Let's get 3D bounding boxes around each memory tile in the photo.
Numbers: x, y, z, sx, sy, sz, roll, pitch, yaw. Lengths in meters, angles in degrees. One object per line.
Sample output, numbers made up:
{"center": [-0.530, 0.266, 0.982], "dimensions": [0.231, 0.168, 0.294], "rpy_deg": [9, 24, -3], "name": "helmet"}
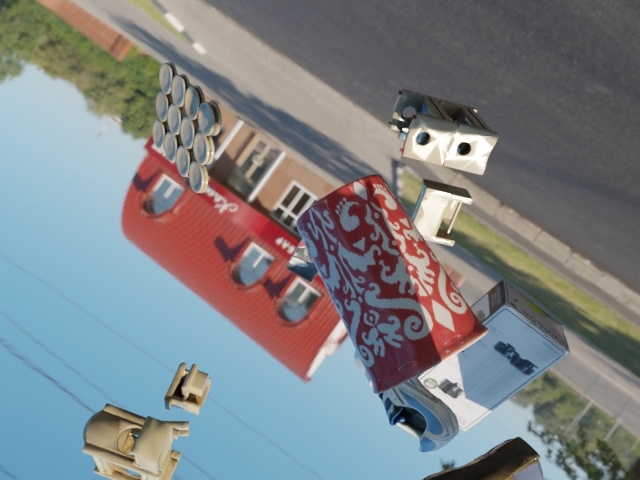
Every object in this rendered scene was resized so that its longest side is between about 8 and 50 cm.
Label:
{"center": [-0.158, -0.133, 0.797], "dimensions": [0.012, 0.113, 0.148], "rpy_deg": [-9, -141, -34], "name": "memory tile"}

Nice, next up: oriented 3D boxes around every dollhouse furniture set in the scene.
{"center": [0.161, -0.113, 1.046], "dimensions": [0.129, 0.183, 0.129], "rpy_deg": [13, -154, -11], "name": "dollhouse furniture set"}
{"center": [-0.202, 0.190, 0.807], "dimensions": [0.101, 0.161, 0.182], "rpy_deg": [20, 147, 2], "name": "dollhouse furniture set"}

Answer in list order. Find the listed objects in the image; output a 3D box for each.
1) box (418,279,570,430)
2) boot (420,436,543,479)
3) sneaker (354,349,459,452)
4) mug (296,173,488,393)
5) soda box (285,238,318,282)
{"center": [0.323, 0.233, 1.360], "dimensions": [0.169, 0.290, 0.087], "rpy_deg": [35, -150, -10], "name": "box"}
{"center": [0.102, 0.222, 0.482], "dimensions": [0.082, 0.106, 0.219], "rpy_deg": [50, 158, 39], "name": "boot"}
{"center": [0.125, 0.250, 1.135], "dimensions": [0.086, 0.085, 0.237], "rpy_deg": [-18, -140, -30], "name": "sneaker"}
{"center": [0.045, 0.044, 0.625], "dimensions": [0.113, 0.150, 0.169], "rpy_deg": [-19, -104, -49], "name": "mug"}
{"center": [0.000, 0.000, 1.235], "dimensions": [0.060, 0.169, 0.053], "rpy_deg": [31, -137, -2], "name": "soda box"}
